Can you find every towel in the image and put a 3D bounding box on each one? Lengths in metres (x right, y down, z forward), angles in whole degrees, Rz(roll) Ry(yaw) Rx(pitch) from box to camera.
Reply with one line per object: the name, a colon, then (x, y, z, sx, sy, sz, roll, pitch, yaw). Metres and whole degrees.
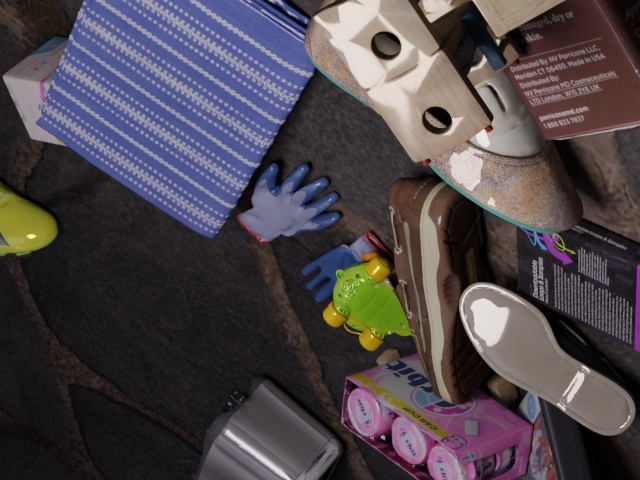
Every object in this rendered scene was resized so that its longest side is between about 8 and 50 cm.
towel: (-0.149, -0.167, 1.907, 0.243, 0.040, 0.336, 35, 137, 1)

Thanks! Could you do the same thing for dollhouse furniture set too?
dollhouse furniture set: (0.118, -0.164, 1.251, 0.183, 0.129, 0.129, -27, 108, 28)

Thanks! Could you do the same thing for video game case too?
video game case: (0.232, 0.312, 1.915, 0.248, 0.035, 0.275, 111, 154, -56)

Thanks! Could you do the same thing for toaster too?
toaster: (-0.064, 0.272, 2.310, 0.146, 0.129, 0.227, 36, 146, 10)

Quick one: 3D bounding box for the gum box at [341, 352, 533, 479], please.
gum box: (0.123, 0.194, 1.923, 0.188, 0.107, 0.062, 32, 127, 43)

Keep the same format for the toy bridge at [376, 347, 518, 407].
toy bridge: (0.140, 0.160, 2.024, 0.188, 0.026, 0.063, 8, 133, 47)

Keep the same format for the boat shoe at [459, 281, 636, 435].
boat shoe: (0.222, 0.113, 1.820, 0.206, 0.065, 0.075, 38, 105, 3)

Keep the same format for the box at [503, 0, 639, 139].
box: (0.162, -0.280, 1.328, 0.143, 0.191, 0.381, -7, 121, 53)

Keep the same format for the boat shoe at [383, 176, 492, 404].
boat shoe: (0.115, 0.045, 1.864, 0.095, 0.095, 0.257, 19, 128, 35)

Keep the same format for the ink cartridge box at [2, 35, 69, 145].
ink cartridge box: (-0.267, -0.165, 2.081, 0.143, 0.092, 0.090, 12, 134, 42)

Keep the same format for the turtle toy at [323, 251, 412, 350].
turtle toy: (0.067, 0.063, 1.943, 0.130, 0.066, 0.095, 34, 114, -21)

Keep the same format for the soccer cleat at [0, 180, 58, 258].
soccer cleat: (-0.466, -0.067, 2.440, 0.289, 0.093, 0.121, 25, 137, 31)

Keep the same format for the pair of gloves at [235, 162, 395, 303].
pair of gloves: (0.000, 0.000, 2.009, 0.198, 0.023, 0.159, 44, 145, -7)

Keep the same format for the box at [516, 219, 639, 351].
box: (0.256, 0.034, 1.736, 0.162, 0.029, 0.116, 26, 144, 29)

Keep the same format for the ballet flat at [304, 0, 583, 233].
ballet flat: (0.115, -0.128, 1.655, 0.316, 0.107, 0.106, 36, 134, 15)
